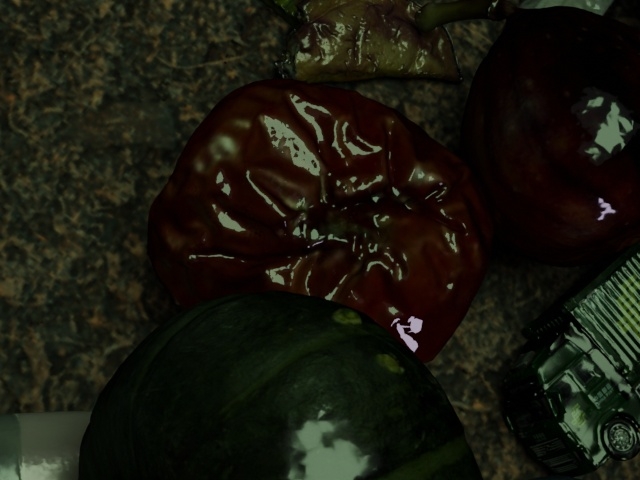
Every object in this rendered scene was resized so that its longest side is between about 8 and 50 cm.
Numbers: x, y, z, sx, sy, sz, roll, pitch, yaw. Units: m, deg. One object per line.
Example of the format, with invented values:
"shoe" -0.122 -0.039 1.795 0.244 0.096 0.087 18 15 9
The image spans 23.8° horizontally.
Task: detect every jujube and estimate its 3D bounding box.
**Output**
"jujube" 0.000 0.000 1.098 0.232 0.213 0.213 29 67 -1

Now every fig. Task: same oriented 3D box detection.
"fig" 0.183 -0.110 1.149 0.186 0.204 0.249 -19 79 9

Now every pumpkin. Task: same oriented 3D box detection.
"pumpkin" -0.033 0.178 0.947 0.207 0.300 0.300 -14 77 -36

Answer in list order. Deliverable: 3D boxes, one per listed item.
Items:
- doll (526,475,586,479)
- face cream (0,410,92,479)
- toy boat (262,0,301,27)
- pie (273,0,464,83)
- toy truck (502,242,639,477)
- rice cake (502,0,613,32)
"doll" 0.146 0.281 1.086 0.258 0.154 0.228 -32 80 -30
"face cream" -0.281 0.174 1.017 0.269 0.073 0.107 -2 83 -18
"toy boat" 0.000 -0.228 1.263 0.063 0.016 0.115 40 66 -2
"pie" 0.037 -0.166 1.242 0.170 0.034 0.092 -8 85 -26
"toy truck" 0.253 0.072 1.208 0.259 0.088 0.121 -39 88 -25
"rice cake" 0.272 -0.288 1.338 0.064 0.070 0.399 40 65 -7
